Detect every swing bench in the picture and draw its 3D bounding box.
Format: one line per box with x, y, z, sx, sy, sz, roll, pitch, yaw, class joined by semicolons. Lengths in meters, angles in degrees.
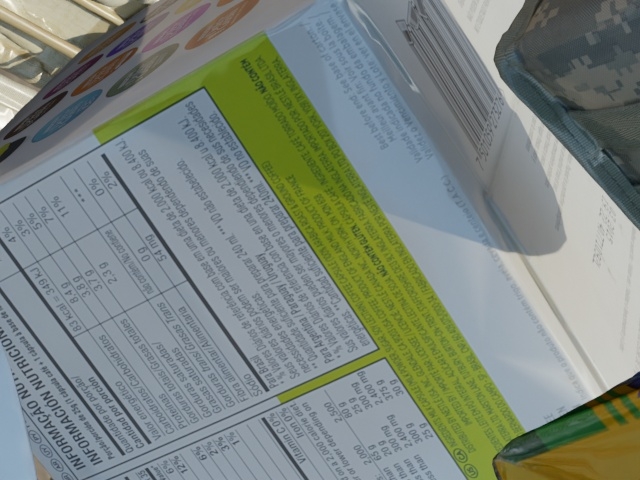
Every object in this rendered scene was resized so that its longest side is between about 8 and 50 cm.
-0.271;-0.135;1.379;0.253;0.165;0.255;28;60;-42;swing bench

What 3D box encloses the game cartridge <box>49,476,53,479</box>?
-0.130;0.176;1.624;0.230;0.068;0.355;29;79;-34;game cartridge

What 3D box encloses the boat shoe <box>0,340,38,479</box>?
-0.156;0.145;0.616;0.084;0.095;0.258;-6;87;-28;boat shoe

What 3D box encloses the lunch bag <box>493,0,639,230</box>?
0.263;-0.065;0.732;0.287;0.235;0.169;44;51;-26;lunch bag

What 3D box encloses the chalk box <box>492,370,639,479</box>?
0.226;0.099;0.576;0.289;0.179;0.180;-15;81;-56;chalk box

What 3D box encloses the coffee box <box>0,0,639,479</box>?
0.000;0.000;1.017;0.334;0.338;0.338;-27;108;26;coffee box
